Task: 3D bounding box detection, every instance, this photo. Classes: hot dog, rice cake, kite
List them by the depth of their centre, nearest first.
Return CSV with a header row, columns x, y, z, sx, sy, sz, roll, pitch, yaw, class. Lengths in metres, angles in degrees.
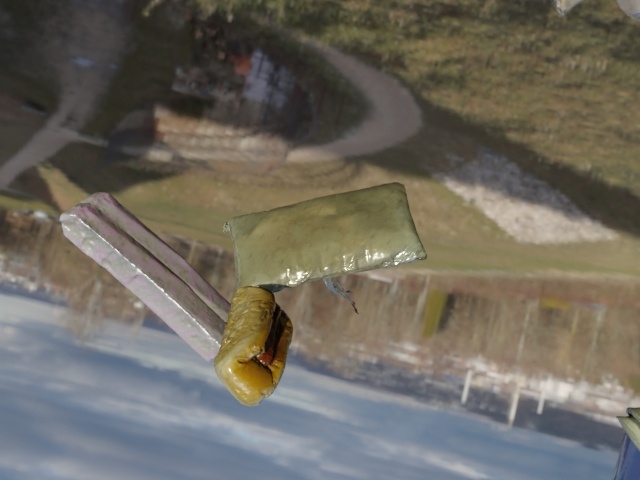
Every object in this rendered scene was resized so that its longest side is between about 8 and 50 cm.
x,y,z,sx,sy,sz,roll,pitch,yaw,class
-0.081,0.129,1.328,0.084,0.073,0.242,53,-163,-17,hot dog
-0.241,0.048,1.430,0.298,0.050,0.106,42,-152,-1,rice cake
0.033,0.101,2.368,0.245,0.015,0.141,43,162,57,kite

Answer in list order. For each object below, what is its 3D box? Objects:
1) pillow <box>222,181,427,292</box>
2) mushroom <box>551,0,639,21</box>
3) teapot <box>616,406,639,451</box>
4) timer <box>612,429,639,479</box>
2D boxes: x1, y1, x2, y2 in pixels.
x,y,z,sx,sy,sz,roll,pitch,yaw,class
0.000,0.000,1.528,0.302,0.185,0.075,-13,135,2,pillow
0.545,-0.528,1.806,0.290,0.297,0.297,-20,154,30,mushroom
0.615,0.259,1.592,0.183,0.251,0.183,54,-178,-3,teapot
0.642,0.563,1.854,0.270,0.383,0.270,21,-179,-1,timer
